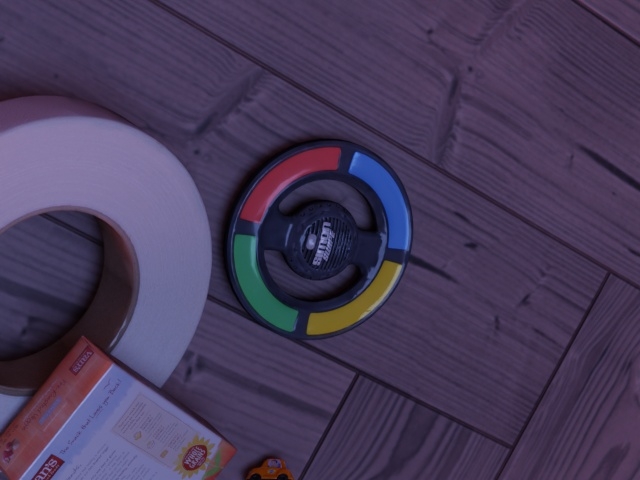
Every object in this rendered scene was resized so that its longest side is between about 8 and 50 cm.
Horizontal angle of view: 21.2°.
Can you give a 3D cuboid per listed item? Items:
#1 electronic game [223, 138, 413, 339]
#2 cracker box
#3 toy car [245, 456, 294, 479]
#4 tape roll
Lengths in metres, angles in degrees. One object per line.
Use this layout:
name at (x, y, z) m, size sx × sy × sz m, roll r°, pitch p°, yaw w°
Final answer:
electronic game at (0.000, 0.000, 1.900) m, size 0.229 × 0.048 × 0.229 m, roll -7°, pitch 107°, yaw -24°
cracker box at (-0.211, 0.218, 1.767) m, size 0.156 × 0.067 × 0.232 m, roll -51°, pitch 138°, yaw -4°
toy car at (-0.037, 0.289, 1.980) m, size 0.122 × 0.060 × 0.041 m, roll 52°, pitch 35°, yaw -44°
tape roll at (-0.288, 0.048, 1.710) m, size 0.392 × 0.072 × 0.392 m, roll -18°, pitch 123°, yaw -31°
